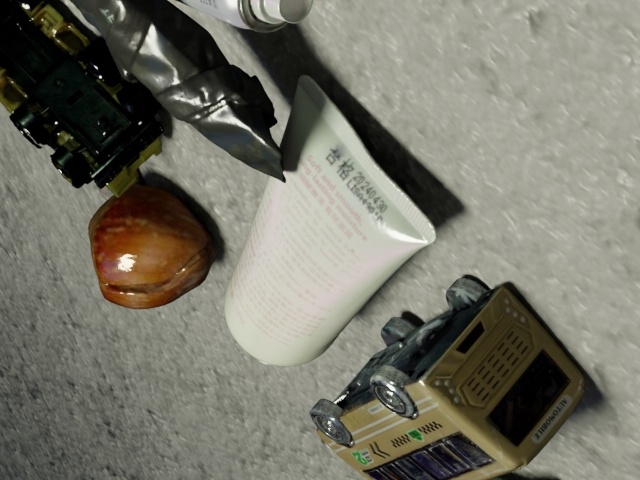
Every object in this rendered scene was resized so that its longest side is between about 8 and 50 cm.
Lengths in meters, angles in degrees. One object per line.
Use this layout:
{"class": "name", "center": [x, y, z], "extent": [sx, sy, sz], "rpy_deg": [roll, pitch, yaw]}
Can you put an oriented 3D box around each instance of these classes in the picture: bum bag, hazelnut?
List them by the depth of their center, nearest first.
{"class": "bum bag", "center": [-0.133, -0.158, 1.649], "extent": [0.310, 0.074, 0.137], "rpy_deg": [41, 170, -14]}
{"class": "hazelnut", "center": [-0.184, 0.010, 2.112], "extent": [0.143, 0.143, 0.154], "rpy_deg": [43, 165, 13]}

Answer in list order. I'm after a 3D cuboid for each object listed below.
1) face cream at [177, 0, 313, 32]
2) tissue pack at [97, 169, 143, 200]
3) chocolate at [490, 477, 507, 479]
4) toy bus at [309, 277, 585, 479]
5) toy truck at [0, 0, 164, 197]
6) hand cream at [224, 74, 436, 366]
{"class": "face cream", "center": [-0.095, -0.228, 1.614], "extent": [0.229, 0.075, 0.075], "rpy_deg": [29, 151, 41]}
{"class": "tissue pack", "center": [-0.230, -0.071, 2.170], "extent": [0.063, 0.035, 0.083], "rpy_deg": [31, 152, 36]}
{"class": "chocolate", "center": [0.156, 0.287, 1.970], "extent": [0.110, 0.110, 0.291], "rpy_deg": [51, 155, -5]}
{"class": "toy bus", "center": [0.113, 0.149, 1.771], "extent": [0.157, 0.139, 0.289], "rpy_deg": [45, 154, -4]}
{"class": "toy truck", "center": [-0.277, -0.162, 2.005], "extent": [0.257, 0.127, 0.127], "rpy_deg": [43, 172, 14]}
{"class": "hand cream", "center": [0.000, 0.000, 1.793], "extent": [0.185, 0.118, 0.358], "rpy_deg": [53, 152, 13]}
